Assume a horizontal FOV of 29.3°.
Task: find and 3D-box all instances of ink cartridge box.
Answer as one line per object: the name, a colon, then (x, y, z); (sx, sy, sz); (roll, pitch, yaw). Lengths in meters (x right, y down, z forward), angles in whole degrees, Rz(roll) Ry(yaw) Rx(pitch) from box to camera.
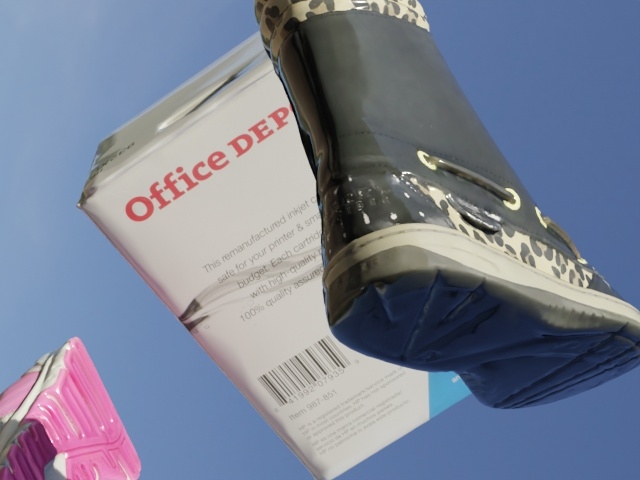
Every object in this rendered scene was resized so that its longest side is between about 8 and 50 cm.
ink cartridge box: (0.000, 0.000, 0.949); (0.223, 0.307, 0.129); (-33, -157, 12)

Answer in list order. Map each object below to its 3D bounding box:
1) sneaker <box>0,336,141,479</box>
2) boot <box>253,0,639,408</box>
sneaker: (-0.189, 0.138, 0.745); (0.252, 0.111, 0.103); (-65, 132, -78)
boot: (0.065, -0.023, 0.568); (0.085, 0.236, 0.179); (-32, -121, 25)
